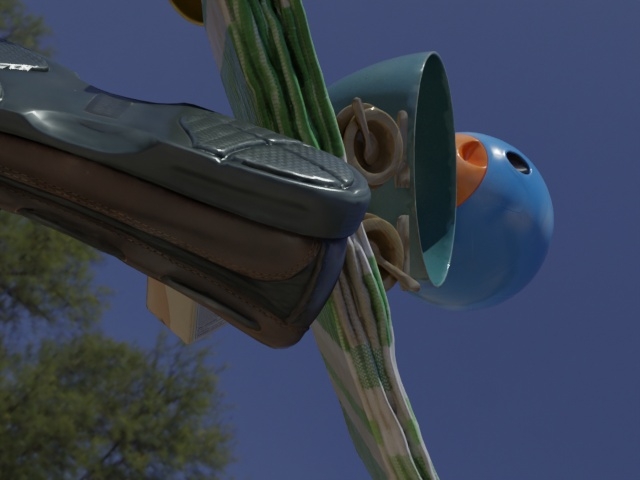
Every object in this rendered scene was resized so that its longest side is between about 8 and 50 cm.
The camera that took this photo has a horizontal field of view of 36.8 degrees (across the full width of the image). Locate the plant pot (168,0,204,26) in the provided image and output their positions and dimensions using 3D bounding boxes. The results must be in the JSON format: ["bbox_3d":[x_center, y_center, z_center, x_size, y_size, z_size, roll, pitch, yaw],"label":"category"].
[{"bbox_3d":[-0.070,-0.259,0.841,0.134,0.095,0.134,19,-63,42],"label":"plant pot"}]

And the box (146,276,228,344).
[{"bbox_3d":[-0.190,0.001,1.567,0.121,0.148,0.311,36,-47,30],"label":"box"}]

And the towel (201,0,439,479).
[{"bbox_3d":[0.000,0.000,0.549,0.248,0.038,0.324,-157,-133,-82],"label":"towel"}]

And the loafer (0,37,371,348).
[{"bbox_3d":[-0.117,-0.027,0.389,0.268,0.096,0.084,19,-71,2],"label":"loafer"}]

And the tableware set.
[{"bbox_3d":[0.052,-0.038,0.935,0.039,0.128,0.194,-1,-90,52],"label":"tableware set"}]

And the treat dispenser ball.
[{"bbox_3d":[0.227,-0.030,1.542,0.288,0.288,0.288,23,-41,22],"label":"treat dispenser ball"}]

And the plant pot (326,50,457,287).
[{"bbox_3d":[0.053,-0.087,1.211,0.196,0.290,0.290,0,-51,17],"label":"plant pot"}]
